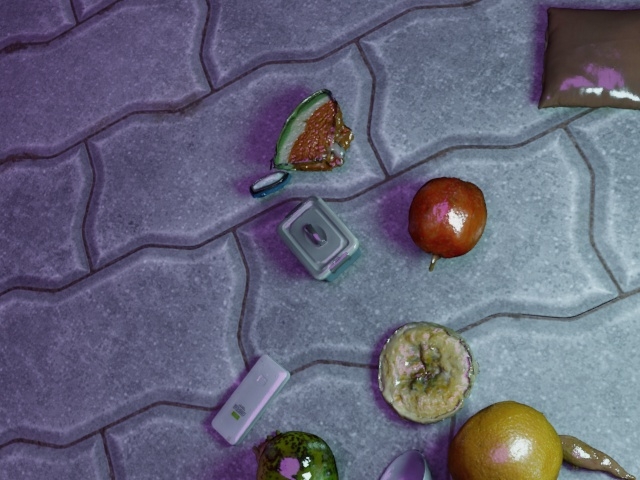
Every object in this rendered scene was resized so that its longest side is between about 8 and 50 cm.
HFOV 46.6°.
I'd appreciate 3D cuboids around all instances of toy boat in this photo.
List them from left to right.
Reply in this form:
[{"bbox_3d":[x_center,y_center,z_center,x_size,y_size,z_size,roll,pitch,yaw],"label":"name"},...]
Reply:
[{"bbox_3d":[-0.148,-0.169,2.231,0.137,0.061,0.060,-30,71,-5],"label":"toy boat"}]

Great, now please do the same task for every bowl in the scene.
[{"bbox_3d":[0.219,0.608,1.791,0.086,0.189,0.189,36,85,-15],"label":"bowl"}]

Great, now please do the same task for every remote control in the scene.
[{"bbox_3d":[-0.193,0.438,2.048,0.103,0.034,0.250,35,85,27],"label":"remote control"}]

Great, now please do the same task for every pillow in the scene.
[{"bbox_3d":[0.750,-0.487,1.988,0.305,0.108,0.308,6,76,17],"label":"pillow"}]

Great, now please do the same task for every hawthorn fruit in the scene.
[{"bbox_3d":[0.326,-0.040,1.941,0.205,0.205,0.253,8,82,22],"label":"hawthorn fruit"}]

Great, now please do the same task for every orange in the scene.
[{"bbox_3d":[0.420,0.488,1.686,0.264,0.264,0.264,-7,70,18],"label":"orange"}]

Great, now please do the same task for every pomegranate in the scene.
[{"bbox_3d":[-0.090,0.577,1.869,0.276,0.204,0.222,22,96,29],"label":"pomegranate"}]

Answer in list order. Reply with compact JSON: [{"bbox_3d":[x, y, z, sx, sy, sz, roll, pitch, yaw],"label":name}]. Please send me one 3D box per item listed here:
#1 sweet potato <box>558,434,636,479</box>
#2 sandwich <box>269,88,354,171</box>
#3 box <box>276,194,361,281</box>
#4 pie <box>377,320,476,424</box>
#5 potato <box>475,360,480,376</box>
[{"bbox_3d":[0.613,0.500,1.713,0.226,0.068,0.068,19,79,24],"label":"sweet potato"},{"bbox_3d":[-0.013,-0.304,2.199,0.212,0.109,0.292,12,73,12],"label":"sandwich"},{"bbox_3d":[0.000,0.000,2.080,0.162,0.130,0.227,-42,64,2],"label":"box"},{"bbox_3d":[0.265,0.330,1.883,0.274,0.055,0.274,-12,66,29],"label":"pie"},{"bbox_3d":[0.368,0.340,1.880,0.037,0.036,0.093,40,99,-11],"label":"potato"}]
